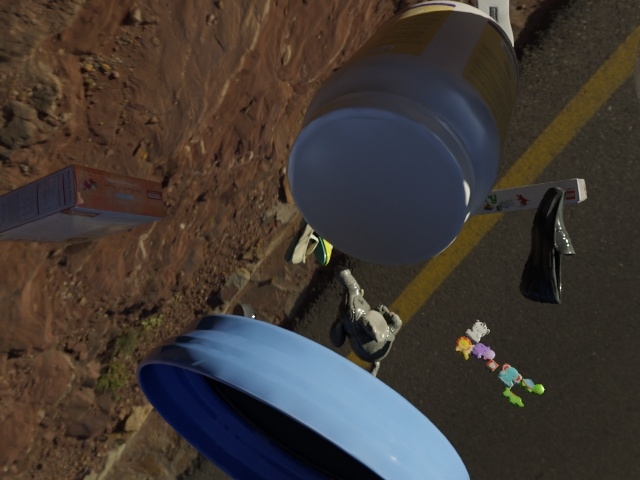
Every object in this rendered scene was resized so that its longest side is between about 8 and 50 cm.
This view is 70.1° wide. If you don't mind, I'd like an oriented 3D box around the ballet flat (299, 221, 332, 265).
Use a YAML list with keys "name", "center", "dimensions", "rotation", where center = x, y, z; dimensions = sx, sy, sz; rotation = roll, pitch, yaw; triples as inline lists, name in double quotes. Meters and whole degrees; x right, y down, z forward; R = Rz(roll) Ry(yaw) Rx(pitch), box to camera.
- name: "ballet flat"
  center: [0.000, 0.000, 1.647]
  dimensions: [0.077, 0.231, 0.077]
  rotation: [-1, 129, -31]

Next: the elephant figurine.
- name: "elephant figurine"
  center: [0.094, 0.210, 1.177]
  dimensions: [0.169, 0.186, 0.239]
  rotation: [-46, 140, 2]

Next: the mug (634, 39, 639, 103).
- name: "mug"
  center: [0.516, -0.210, 0.443]
  dimensions: [0.276, 0.328, 0.374]
  rotation: [-10, 67, -4]

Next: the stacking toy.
- name: "stacking toy"
  center: [0.436, 0.306, 1.127]
  dimensions: [0.052, 0.221, 0.167]
  rotation: [-39, 155, -14]

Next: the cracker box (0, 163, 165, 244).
- name: "cracker box"
  center: [-0.389, -0.048, 0.724]
  dimensions: [0.232, 0.156, 0.067]
  rotation: [-12, 81, 27]

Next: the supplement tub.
- name: "supplement tub"
  center: [0.119, -0.150, 0.601]
  dimensions: [0.241, 0.331, 0.241]
  rotation: [16, 135, 17]

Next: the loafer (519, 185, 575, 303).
- name: "loafer"
  center: [0.440, 0.010, 0.862]
  dimensions: [0.076, 0.078, 0.223]
  rotation: [5, 96, -50]

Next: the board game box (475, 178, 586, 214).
- name: "board game box"
  center: [0.439, -0.095, 1.064]
  dimensions: [0.305, 0.193, 0.053]
  rotation: [-6, 92, 34]

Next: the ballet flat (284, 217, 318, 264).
- name: "ballet flat"
  center: [-0.036, -0.029, 1.418]
  dimensions: [0.086, 0.086, 0.248]
  rotation: [20, 115, -12]

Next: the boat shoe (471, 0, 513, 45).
- name: "boat shoe"
  center: [0.347, -0.427, 0.978]
  dimensions: [0.096, 0.088, 0.267]
  rotation: [5, 72, 1]

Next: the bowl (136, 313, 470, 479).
- name: "bowl"
  center: [-0.023, 0.231, 0.512]
  dimensions: [0.391, 0.077, 0.391]
  rotation: [21, 141, 19]

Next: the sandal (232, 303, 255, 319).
- name: "sandal"
  center: [-0.157, 0.268, 1.008]
  dimensions: [0.055, 0.097, 0.254]
  rotation: [2, 91, -34]
